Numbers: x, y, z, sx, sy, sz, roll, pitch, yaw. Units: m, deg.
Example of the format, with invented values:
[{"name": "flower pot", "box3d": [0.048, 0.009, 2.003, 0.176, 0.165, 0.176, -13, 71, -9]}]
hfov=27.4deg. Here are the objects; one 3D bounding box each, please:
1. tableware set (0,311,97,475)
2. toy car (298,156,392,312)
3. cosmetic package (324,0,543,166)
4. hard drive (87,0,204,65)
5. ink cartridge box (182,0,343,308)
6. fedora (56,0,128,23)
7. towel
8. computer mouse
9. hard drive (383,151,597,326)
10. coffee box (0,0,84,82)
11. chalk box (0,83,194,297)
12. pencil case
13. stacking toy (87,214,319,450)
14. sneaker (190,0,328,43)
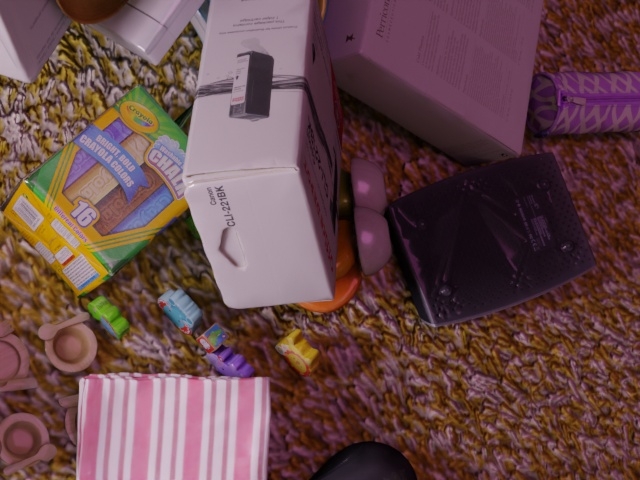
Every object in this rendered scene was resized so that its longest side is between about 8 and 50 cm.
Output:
[{"name": "tableware set", "box3d": [-0.279, 0.155, 1.343, 0.141, 0.020, 0.168, -18, 85, -28]}, {"name": "toy car", "box3d": [0.000, 0.000, 1.453, 0.159, 0.136, 0.182, -8, 47, 6]}, {"name": "cosmetic package", "box3d": [0.146, -0.318, 1.584, 0.284, 0.097, 0.377, 29, 64, -39]}, {"name": "hard drive", "box3d": [-0.159, -0.382, 1.397, 0.233, 0.047, 0.353, 32, 83, 26]}, {"name": "ink cartridge box", "box3d": [-0.050, -0.095, 1.321, 0.114, 0.197, 0.273, -4, 48, 10]}, {"name": "fedora", "box3d": [-0.180, -0.285, 1.239, 0.079, 0.194, 0.194, 18, 65, 16]}, {"name": "towel", "box3d": [-0.149, 0.208, 1.338, 0.197, 0.029, 0.144, 2, 88, -7]}, {"name": "computer mouse", "box3d": [0.016, 0.321, 1.409, 0.272, 0.072, 0.188, -39, 94, -28]}, {"name": "hard drive", "box3d": [0.203, -0.001, 1.593, 0.255, 0.054, 0.172, -18, 84, -28]}, {"name": "coffee box", "box3d": [-0.374, -0.412, 1.206, 0.334, 0.338, 0.337, 18, 65, 15]}, {"name": "chalk box", "box3d": [-0.203, -0.063, 1.374, 0.132, 0.132, 0.213, 49, 63, -6]}, {"name": "pencil case", "box3d": [0.360, -0.180, 1.697, 0.206, 0.088, 0.086, -6, 81, -27]}, {"name": "stacking toy", "box3d": [-0.125, 0.103, 1.416, 0.167, 0.052, 0.221, -42, 94, -30]}, {"name": "sneaker", "box3d": [-0.103, -0.330, 1.449, 0.127, 0.208, 0.319, -41, 96, -26]}]
